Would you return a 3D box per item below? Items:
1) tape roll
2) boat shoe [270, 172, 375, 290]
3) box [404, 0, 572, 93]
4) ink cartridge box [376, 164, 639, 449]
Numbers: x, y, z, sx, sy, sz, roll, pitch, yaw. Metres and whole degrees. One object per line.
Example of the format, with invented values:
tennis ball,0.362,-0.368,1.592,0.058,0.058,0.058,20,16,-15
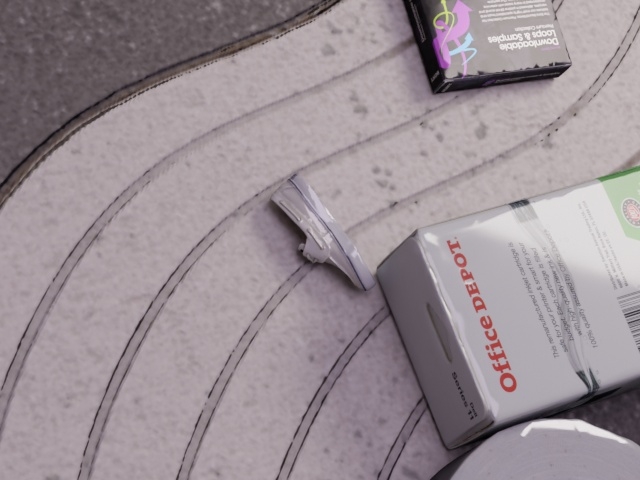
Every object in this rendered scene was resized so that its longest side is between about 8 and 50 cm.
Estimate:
tape roll,0.163,0.237,1.387,0.219,0.072,0.219,7,68,-18
boat shoe,0.000,0.000,1.446,0.035,0.035,0.100,-37,89,-1
box,0.120,-0.198,1.572,0.116,0.029,0.162,-9,71,-23
ink cartridge box,0.165,0.048,1.455,0.208,0.087,0.153,-14,75,-26
